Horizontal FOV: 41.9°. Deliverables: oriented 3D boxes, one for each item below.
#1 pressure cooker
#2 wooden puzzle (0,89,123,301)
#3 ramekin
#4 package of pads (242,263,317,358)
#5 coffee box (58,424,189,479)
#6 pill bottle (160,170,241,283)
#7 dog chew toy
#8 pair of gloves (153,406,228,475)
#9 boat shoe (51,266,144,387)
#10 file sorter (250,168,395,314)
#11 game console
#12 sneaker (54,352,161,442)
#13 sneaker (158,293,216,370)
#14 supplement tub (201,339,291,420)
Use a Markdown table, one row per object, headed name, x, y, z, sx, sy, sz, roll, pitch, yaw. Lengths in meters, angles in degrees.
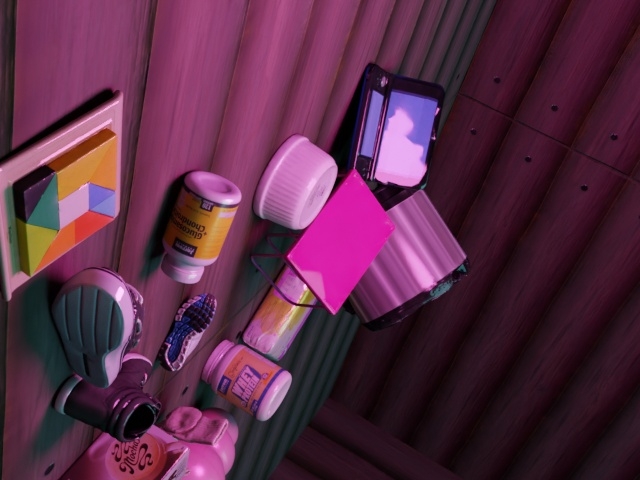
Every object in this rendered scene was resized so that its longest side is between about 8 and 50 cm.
| name | x | y | z | sx | sy | sz | roll | pitch | yaw |
| --- | --- | --- | --- | --- | --- | --- | --- | --- | --- |
| pressure cooker | 0.181 | 0.003 | 2.402 | 0.376 | 0.420 | 0.370 | -32 | 179 | -34 |
| wooden puzzle | -0.327 | -0.055 | 1.080 | 0.238 | 0.044 | 0.220 | -49 | 163 | -41 |
| ramekin | -0.050 | -0.122 | 1.862 | 0.207 | 0.109 | 0.207 | -56 | 166 | -21 |
| package of pads | -0.097 | 0.196 | 2.391 | 0.296 | 0.101 | 0.229 | -59 | 168 | -9 |
| coffee box | -0.421 | 0.507 | 1.674 | 0.297 | 0.168 | 0.118 | -48 | 162 | -41 |
| pill bottle | -0.214 | -0.020 | 1.457 | 0.184 | 0.103 | 0.103 | -66 | 166 | 22 |
| dog chew toy | -0.314 | 0.554 | 2.146 | 0.332 | 0.207 | 0.206 | -55 | 168 | -57 |
| pair of gloves | -0.345 | 0.470 | 1.894 | 0.240 | 0.204 | 0.042 | -48 | 126 | -36 |
| boat shoe | -0.337 | 0.114 | 1.305 | 0.119 | 0.121 | 0.335 | -61 | -179 | -34 |
| file sorter | 0.000 | 0.000 | 2.042 | 0.290 | 0.182 | 0.202 | -53 | 122 | -26 |
| game console | 0.199 | -0.286 | 2.164 | 0.250 | 0.174 | 0.293 | -8 | 109 | -74 |
| sneaker | -0.348 | 0.293 | 1.533 | 0.104 | 0.147 | 0.296 | -64 | 168 | 7 |
| sneaker | -0.277 | 0.185 | 1.779 | 0.190 | 0.071 | 0.083 | -55 | 175 | 16 |
| supplement tub | -0.191 | 0.358 | 2.159 | 0.144 | 0.200 | 0.144 | -56 | 167 | -21 |
